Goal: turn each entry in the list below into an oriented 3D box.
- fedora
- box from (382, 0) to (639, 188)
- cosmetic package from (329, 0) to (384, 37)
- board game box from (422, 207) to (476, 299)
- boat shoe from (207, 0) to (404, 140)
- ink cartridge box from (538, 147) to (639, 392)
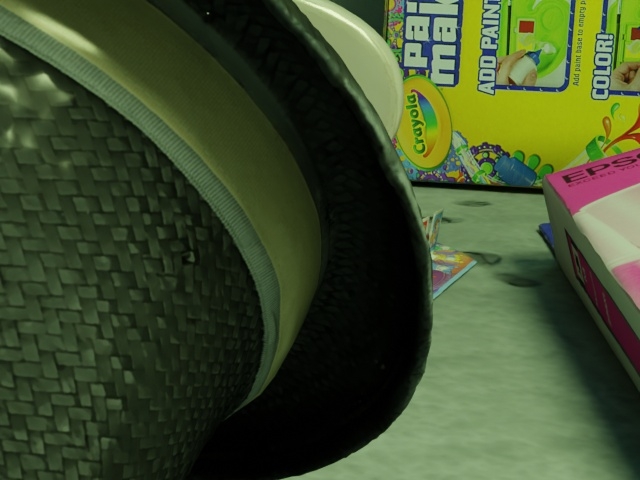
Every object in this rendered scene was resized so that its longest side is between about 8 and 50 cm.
[{"bbox_3d":[-0.144,0.021,0.439,0.334,0.334,0.152,9,51,19],"label":"fedora"},{"bbox_3d":[0.183,-0.148,1.099,0.279,0.177,0.290,3,16,2],"label":"box"},{"bbox_3d":[0.088,-0.257,1.363,0.224,0.225,0.138,4,16,6],"label":"cosmetic package"},{"bbox_3d":[0.000,0.000,0.814,0.133,0.033,0.168,10,17,21],"label":"board game box"},{"bbox_3d":[-0.118,-0.084,0.889,0.340,0.127,0.158,0,12,9],"label":"boat shoe"},{"bbox_3d":[0.207,-0.001,0.728,0.175,0.069,0.371,-16,14,2],"label":"ink cartridge box"}]
